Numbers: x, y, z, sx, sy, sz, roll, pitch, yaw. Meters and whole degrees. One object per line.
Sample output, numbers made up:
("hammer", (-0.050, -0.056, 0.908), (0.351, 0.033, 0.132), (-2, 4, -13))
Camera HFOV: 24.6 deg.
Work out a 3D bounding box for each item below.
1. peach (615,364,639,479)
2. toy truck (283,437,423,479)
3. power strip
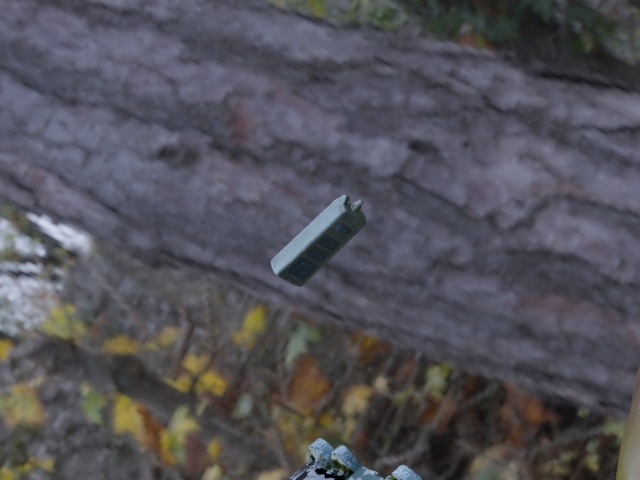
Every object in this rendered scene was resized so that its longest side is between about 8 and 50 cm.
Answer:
("peach", (0.254, 0.105, 0.440), (0.290, 0.372, 0.372), (-41, -11, -16))
("toy truck", (0.029, 0.216, 1.031), (0.085, 0.116, 0.191), (-41, 18, -20))
("power strip", (0.000, 0.000, 1.011), (0.083, 0.027, 0.017), (-43, 44, 22))
